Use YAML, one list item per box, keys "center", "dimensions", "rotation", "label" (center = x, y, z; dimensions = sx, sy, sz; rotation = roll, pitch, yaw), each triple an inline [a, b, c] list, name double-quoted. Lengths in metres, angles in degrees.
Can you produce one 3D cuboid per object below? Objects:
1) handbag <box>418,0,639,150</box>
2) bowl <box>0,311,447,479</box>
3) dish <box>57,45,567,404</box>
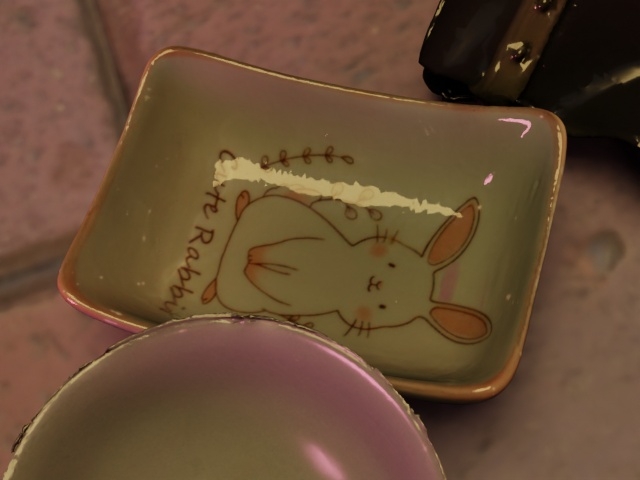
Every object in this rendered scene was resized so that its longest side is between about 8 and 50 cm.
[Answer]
- center: [0.223, -0.134, 0.591]
  dimensions: [0.342, 0.152, 0.288]
  rotation: [33, 83, 22]
  label: "handbag"
- center: [-0.037, 0.132, 0.505]
  dimensions: [0.189, 0.086, 0.189]
  rotation: [-2, 70, 5]
  label: "bowl"
- center: [0.000, 0.000, 0.579]
  dimensions: [0.212, 0.077, 0.151]
  rotation: [12, 63, 13]
  label: "dish"
